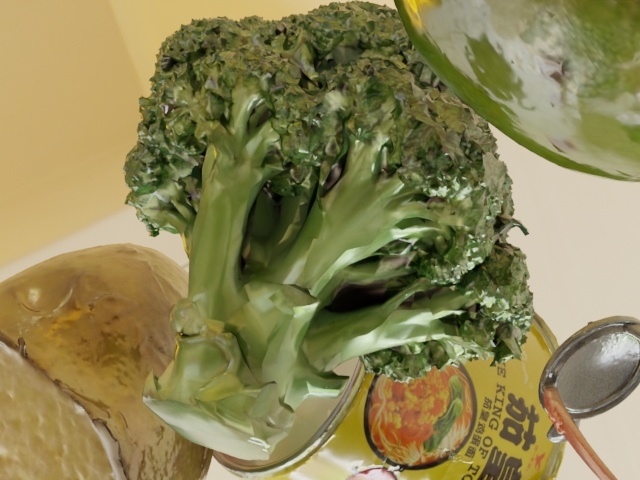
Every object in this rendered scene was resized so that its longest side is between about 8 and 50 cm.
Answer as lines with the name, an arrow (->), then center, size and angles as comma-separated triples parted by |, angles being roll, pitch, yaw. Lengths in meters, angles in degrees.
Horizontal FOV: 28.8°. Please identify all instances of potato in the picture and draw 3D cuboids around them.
potato -> -0.191, 0.152, 1.093 | 0.301, 0.237, 0.288 | 38, -58, 20

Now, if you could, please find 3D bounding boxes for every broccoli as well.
broccoli -> 0.000, 0.000, 0.705 | 0.270, 0.270, 0.270 | 19, -32, 13

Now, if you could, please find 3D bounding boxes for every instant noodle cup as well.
instant noodle cup -> 0.050, 0.155, 1.254 | 0.254, 0.325, 0.325 | 31, -18, -36

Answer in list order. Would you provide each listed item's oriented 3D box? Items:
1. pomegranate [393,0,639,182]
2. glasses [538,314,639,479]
pomegranate -> 0.128, -0.117, 0.426 | 0.202, 0.248, 0.202 | 7, -69, 17
glasses -> 0.304, 0.143, 0.892 | 0.268, 0.234, 0.118 | -114, -169, -57
